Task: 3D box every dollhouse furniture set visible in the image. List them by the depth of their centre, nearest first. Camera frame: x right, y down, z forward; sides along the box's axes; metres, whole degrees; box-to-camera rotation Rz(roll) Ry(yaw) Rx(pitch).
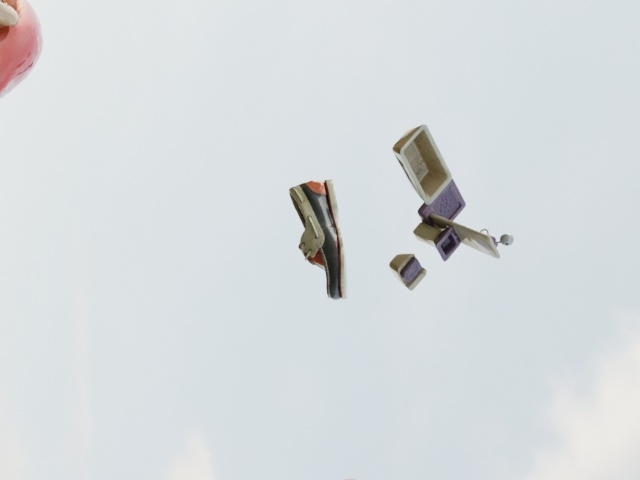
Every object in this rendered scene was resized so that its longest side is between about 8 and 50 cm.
[{"bbox_3d":[0.092,-0.021,1.414,0.081,0.114,0.091,25,-115,42],"label":"dollhouse furniture set"}]

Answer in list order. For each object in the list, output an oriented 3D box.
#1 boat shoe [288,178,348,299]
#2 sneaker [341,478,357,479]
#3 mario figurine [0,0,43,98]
[{"bbox_3d":[0.000,0.000,1.712,0.049,0.043,0.137,87,-6,-53],"label":"boat shoe"},{"bbox_3d":[-0.042,0.298,1.640,0.087,0.128,0.221,62,-40,43],"label":"sneaker"},{"bbox_3d":[-0.270,-0.193,1.053,0.198,0.320,0.170,28,-103,35],"label":"mario figurine"}]
